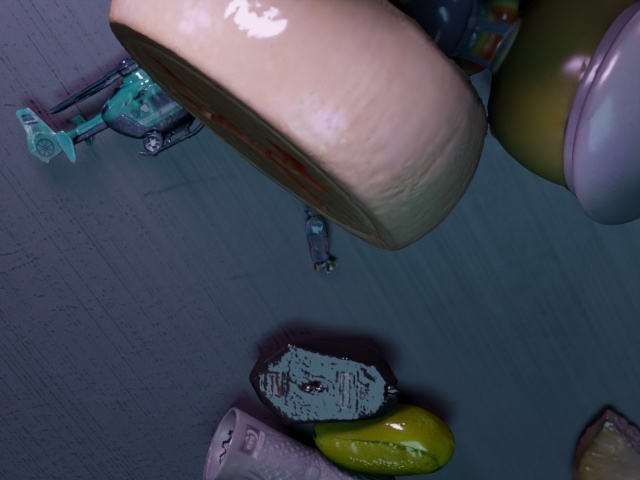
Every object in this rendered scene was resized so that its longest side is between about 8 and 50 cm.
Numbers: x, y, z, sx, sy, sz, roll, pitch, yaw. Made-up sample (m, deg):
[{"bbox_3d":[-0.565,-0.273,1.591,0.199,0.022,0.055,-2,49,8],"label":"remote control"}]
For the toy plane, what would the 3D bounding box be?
[{"bbox_3d":[-0.187,-0.129,1.300,0.235,0.060,0.096,-24,112,18],"label":"toy plane"}]

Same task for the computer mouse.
[{"bbox_3d":[0.006,0.157,1.485,0.172,0.057,0.099,5,107,7],"label":"computer mouse"}]

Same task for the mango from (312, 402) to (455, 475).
[{"bbox_3d":[0.073,0.223,1.523,0.165,0.074,0.091,9,128,9],"label":"mango"}]

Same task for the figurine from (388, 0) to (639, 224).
[{"bbox_3d":[0.170,-0.146,1.171,0.381,0.205,0.225,14,120,5],"label":"figurine"}]

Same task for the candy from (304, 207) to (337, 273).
[{"bbox_3d":[0.000,0.000,1.398,0.030,0.020,0.083,-2,124,7],"label":"candy"}]

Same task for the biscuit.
[{"bbox_3d":[0.386,0.319,1.580,0.290,0.038,0.141,40,120,-21],"label":"biscuit"}]

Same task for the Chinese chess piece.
[{"bbox_3d":[-0.018,-0.135,1.113,0.338,0.338,0.140,40,86,-22],"label":"Chinese chess piece"}]

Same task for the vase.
[{"bbox_3d":[-0.020,0.277,1.561,0.219,0.096,0.096,22,125,-14],"label":"vase"}]
